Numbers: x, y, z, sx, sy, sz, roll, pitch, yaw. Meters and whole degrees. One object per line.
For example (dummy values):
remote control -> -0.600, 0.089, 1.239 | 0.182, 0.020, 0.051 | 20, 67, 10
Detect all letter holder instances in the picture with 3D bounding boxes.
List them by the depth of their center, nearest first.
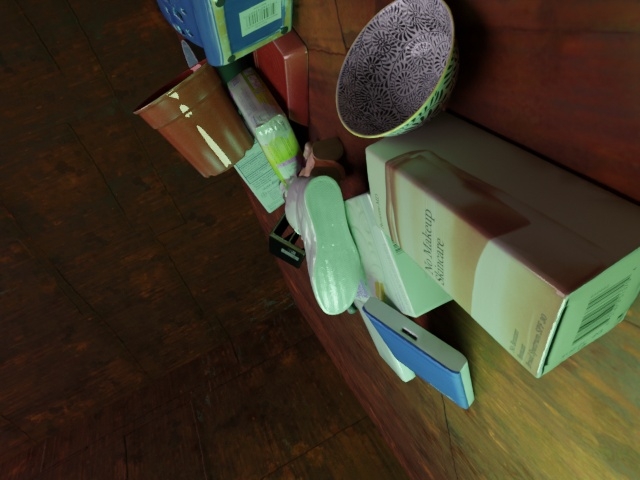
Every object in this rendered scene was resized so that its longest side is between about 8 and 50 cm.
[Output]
letter holder -> -0.091, -0.035, 1.624 | 0.152, 0.214, 0.302 | 30, 165, 0

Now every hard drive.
hard drive -> 0.214, 0.245, 0.843 | 0.210, 0.040, 0.318 | 31, 165, 35
hard drive -> 0.172, 0.242, 1.265 | 0.352, 0.047, 0.233 | 65, 173, -10

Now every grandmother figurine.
grandmother figurine -> -0.026, -0.152, 1.072 | 0.342, 0.104, 0.207 | 168, 115, -76

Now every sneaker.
sneaker -> 0.000, 0.000, 0.869 | 0.169, 0.108, 0.292 | -149, 49, -67

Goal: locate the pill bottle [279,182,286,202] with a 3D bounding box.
pill bottle -> -0.084, -0.151, 1.425 | 0.152, 0.086, 0.086 | 56, 166, 27

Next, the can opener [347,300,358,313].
can opener -> 0.073, 0.135, 1.473 | 0.093, 0.074, 0.280 | 14, -139, -58

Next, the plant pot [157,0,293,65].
plant pot -> -0.178, -0.494, 0.760 | 0.212, 0.236, 0.236 | 53, 166, 11

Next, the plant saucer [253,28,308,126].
plant saucer -> -0.111, -0.446, 0.997 | 0.258, 0.048, 0.259 | 58, 167, 19

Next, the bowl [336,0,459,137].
bowl -> 0.105, -0.195, 0.488 | 0.080, 0.170, 0.170 | 13, -152, -42

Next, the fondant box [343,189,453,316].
fondant box -> 0.116, 0.016, 0.854 | 0.238, 0.096, 0.330 | 68, 165, -5

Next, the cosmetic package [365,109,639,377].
cosmetic package -> 0.189, -0.017, 0.469 | 0.296, 0.129, 0.153 | 51, 164, 46

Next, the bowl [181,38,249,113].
bowl -> -0.336, -0.564, 1.400 | 0.311, 0.163, 0.311 | 59, 168, 21

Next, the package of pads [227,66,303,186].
package of pads -> -0.143, -0.313, 1.171 | 0.229, 0.101, 0.296 | 59, 179, 28

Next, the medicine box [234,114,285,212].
medicine box -> -0.247, -0.296, 1.520 | 0.263, 0.149, 0.289 | 50, 174, 46

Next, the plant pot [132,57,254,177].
plant pot -> -0.353, -0.349, 1.196 | 0.265, 0.272, 0.272 | 55, 174, -31
